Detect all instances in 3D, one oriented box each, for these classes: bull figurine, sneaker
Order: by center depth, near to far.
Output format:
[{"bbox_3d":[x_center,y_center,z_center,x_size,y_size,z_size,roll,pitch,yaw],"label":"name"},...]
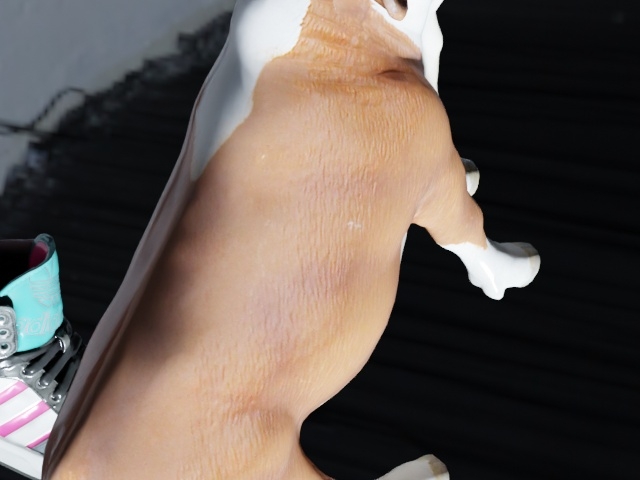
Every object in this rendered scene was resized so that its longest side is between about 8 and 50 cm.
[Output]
[{"bbox_3d":[0.000,0.000,0.676,0.188,0.101,0.310,35,82,-44],"label":"bull figurine"},{"bbox_3d":[-0.225,0.089,1.398,0.124,0.296,0.178,-78,-171,-59],"label":"sneaker"}]
